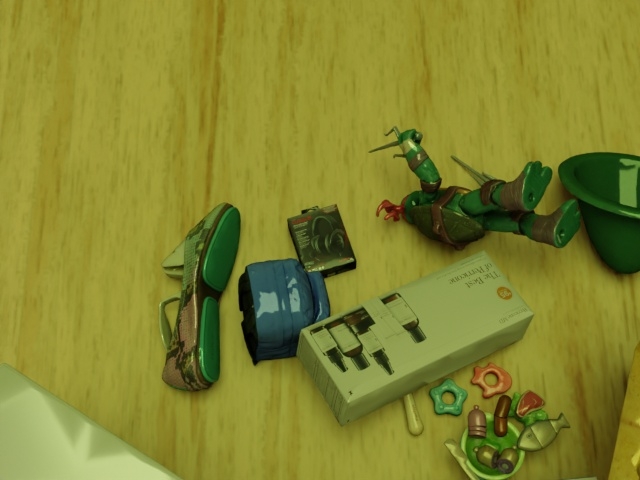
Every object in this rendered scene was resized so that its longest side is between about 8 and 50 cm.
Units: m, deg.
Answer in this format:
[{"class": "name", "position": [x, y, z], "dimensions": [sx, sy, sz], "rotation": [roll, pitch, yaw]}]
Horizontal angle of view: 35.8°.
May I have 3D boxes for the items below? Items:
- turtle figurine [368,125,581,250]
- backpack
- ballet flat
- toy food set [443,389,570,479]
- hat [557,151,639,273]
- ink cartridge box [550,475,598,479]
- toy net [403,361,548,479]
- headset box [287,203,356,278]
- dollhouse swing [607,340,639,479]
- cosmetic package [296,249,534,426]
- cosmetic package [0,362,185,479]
[{"class": "turtle figurine", "position": [0.163, -0.048, 1.115], "dimensions": [0.234, 0.175, 0.118], "rotation": [11, 84, 47]}, {"class": "backpack", "position": [-0.041, 0.068, 1.079], "dimensions": [0.101, 0.120, 0.098], "rotation": [-14, 69, -5]}, {"class": "ballet flat", "position": [-0.143, 0.060, 1.115], "dimensions": [0.079, 0.077, 0.221], "rotation": [-2, 68, 20]}, {"class": "toy food set", "position": [0.194, 0.197, 1.034], "dimensions": [0.122, 0.019, 0.078], "rotation": [-33, 73, -14]}, {"class": "hat", "position": [0.347, 0.020, 1.147], "dimensions": [0.173, 0.184, 0.208], "rotation": [4, 28, -5]}, {"class": "ink cartridge box", "position": [0.172, 0.277, 1.011], "dimensions": [0.207, 0.097, 0.046], "rotation": [-5, 69, -2]}, {"class": "toy net", "position": [0.130, 0.159, 1.083], "dimensions": [0.232, 0.045, 0.122], "rotation": [34, 73, 12]}, {"class": "headset box", "position": [0.000, 0.000, 1.151], "dimensions": [0.062, 0.032, 0.083], "rotation": [-16, 71, -6]}, {"class": "dollhouse swing", "position": [0.435, 0.281, 0.919], "dimensions": [0.305, 0.315, 0.347], "rotation": [10, 68, 26]}, {"class": "cosmetic package", "position": [0.102, 0.100, 1.062], "dimensions": [0.239, 0.060, 0.099], "rotation": [-22, 61, -23]}, {"class": "cosmetic package", "position": [-0.132, 0.277, 0.913], "dimensions": [0.377, 0.284, 0.097], "rotation": [30, 74, 11]}]
